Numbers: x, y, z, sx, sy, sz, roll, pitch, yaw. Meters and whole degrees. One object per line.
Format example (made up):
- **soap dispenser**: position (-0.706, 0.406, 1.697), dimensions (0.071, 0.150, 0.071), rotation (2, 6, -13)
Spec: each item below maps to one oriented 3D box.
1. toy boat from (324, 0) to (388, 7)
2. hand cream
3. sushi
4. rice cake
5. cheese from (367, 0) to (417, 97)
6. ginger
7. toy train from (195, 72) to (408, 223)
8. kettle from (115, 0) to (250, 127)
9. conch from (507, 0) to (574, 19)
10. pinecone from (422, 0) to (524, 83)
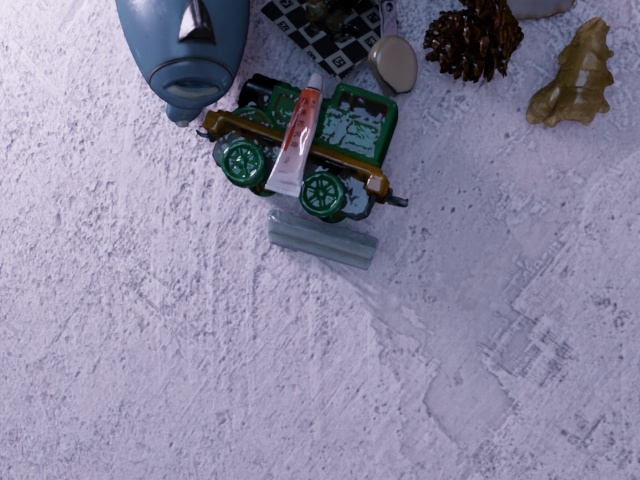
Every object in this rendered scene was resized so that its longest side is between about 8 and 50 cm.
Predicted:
- **toy boat**: position (0.050, -0.471, 0.939), dimensions (0.140, 0.269, 0.141), rotation (6, 106, 20)
- **hand cream**: position (-0.037, -0.182, 0.930), dimensions (0.052, 0.038, 0.216), rotation (11, 82, 35)
- **sushi**: position (0.017, -0.414, 1.054), dimensions (0.210, 0.040, 0.193), rotation (42, 72, 7)
- **rice cake**: position (0.000, 0.000, 1.075), dimensions (0.226, 0.085, 0.040), rotation (16, 52, 10)
- **cheese**: position (0.125, -0.348, 1.011), dimensions (0.092, 0.047, 0.171), rotation (-34, 116, -16)
- **ginger**: position (0.458, -0.282, 0.961), dimensions (0.115, 0.081, 0.205), rotation (41, 111, 38)
- **toy train**: position (-0.023, -0.181, 1.022), dimensions (0.429, 0.178, 0.249), rotation (22, 91, 9)
- **kettle**: position (-0.250, -0.384, 1.006), dimensions (0.247, 0.319, 0.342), rotation (-3, 75, -20)
- **conch**: position (0.371, -0.453, 0.982), dimensions (0.176, 0.094, 0.104), rotation (15, 83, -16)
- **pinecone**: position (0.265, -0.354, 0.962), dimensions (0.173, 0.173, 0.174), rotation (1, 94, 12)
